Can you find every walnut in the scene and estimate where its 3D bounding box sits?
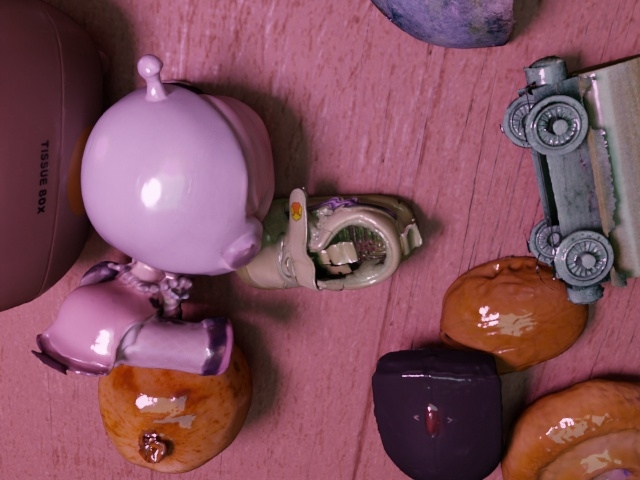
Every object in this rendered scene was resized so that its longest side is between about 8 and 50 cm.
[{"bbox_3d":[0.262,0.111,0.828,0.211,0.087,0.167,-20,102,14],"label":"walnut"}]

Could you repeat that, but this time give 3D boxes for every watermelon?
[{"bbox_3d":[0.108,-0.348,0.639,0.188,0.175,0.321,-11,106,11],"label":"watermelon"}]

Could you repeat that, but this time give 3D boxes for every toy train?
[{"bbox_3d":[0.329,-0.072,0.723,0.190,0.126,0.307,-13,102,14],"label":"toy train"}]

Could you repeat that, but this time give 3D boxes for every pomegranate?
[{"bbox_3d":[-0.209,0.221,0.869,0.216,0.215,0.215,3,110,7],"label":"pomegranate"}]

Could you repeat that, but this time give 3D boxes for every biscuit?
[{"bbox_3d":[0.377,0.301,0.866,0.213,0.091,0.274,39,115,-21],"label":"biscuit"}]

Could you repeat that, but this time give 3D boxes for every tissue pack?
[{"bbox_3d":[-0.422,-0.115,0.751,0.268,0.277,0.386,18,110,16],"label":"tissue pack"}]

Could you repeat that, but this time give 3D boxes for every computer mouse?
[{"bbox_3d":[0.165,0.266,0.853,0.170,0.100,0.269,-4,128,13],"label":"computer mouse"}]

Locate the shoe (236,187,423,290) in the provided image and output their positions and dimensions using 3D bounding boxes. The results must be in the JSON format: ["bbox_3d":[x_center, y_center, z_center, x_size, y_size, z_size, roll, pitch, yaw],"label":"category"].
[{"bbox_3d":[0.001,-0.003,0.817,0.263,0.128,0.139,-7,94,8],"label":"shoe"}]

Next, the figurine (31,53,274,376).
[{"bbox_3d":[-0.185,-0.017,0.747,0.253,0.211,0.361,21,92,12],"label":"figurine"}]
